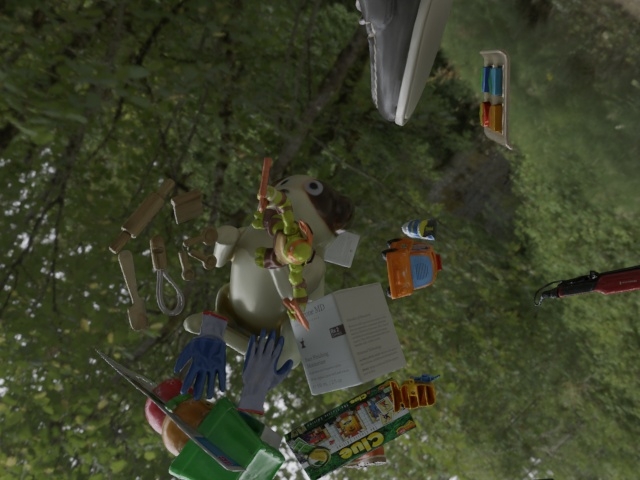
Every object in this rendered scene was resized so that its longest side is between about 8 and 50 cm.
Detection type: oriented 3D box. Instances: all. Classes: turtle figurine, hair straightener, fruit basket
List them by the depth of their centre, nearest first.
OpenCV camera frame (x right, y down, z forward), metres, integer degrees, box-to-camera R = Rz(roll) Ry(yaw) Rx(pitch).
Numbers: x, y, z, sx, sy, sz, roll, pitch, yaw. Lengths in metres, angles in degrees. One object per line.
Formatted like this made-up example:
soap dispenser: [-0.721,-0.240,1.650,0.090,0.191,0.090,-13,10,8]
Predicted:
turtle figurine: [-0.056,-0.005,0.939,0.087,0.270,0.217,-18,-168,-15]
fruit basket: [-0.239,0.343,1.132,0.353,0.165,0.327,36,164,27]
hair straightener: [0.550,0.093,1.189,0.089,0.230,0.047,-24,-86,-68]

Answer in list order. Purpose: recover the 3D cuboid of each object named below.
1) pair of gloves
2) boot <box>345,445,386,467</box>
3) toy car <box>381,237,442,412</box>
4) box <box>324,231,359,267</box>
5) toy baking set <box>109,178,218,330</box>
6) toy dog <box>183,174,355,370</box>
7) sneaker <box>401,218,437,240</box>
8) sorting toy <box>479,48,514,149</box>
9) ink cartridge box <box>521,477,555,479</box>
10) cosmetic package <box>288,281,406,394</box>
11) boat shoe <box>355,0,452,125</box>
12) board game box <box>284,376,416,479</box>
pair of gloves: [-0.147,0.214,1.021,0.198,0.023,0.159,17,-119,-8]
boot: [0.106,0.542,1.512,0.059,0.158,0.085,17,-125,-37]
toy car: [0.070,0.055,0.418,0.060,0.040,0.122,15,-111,-74]
box: [0.000,0.000,1.574,0.170,0.091,0.130,17,-178,-14]
toy baking set: [-0.270,0.024,1.026,0.030,0.256,0.197,6,139,44]
toy dog: [-0.067,0.053,1.341,0.284,0.408,0.395,25,-167,41]
sneaker: [0.248,-0.029,1.441,0.059,0.053,0.144,0,175,30]
sorting toy: [0.380,-0.313,1.289,0.038,0.208,0.193,-8,-164,5]
ink cartridge box: [0.387,0.508,1.065,0.311,0.065,0.186,5,-174,-15]
cosmetic package: [0.054,0.202,1.211,0.151,0.151,0.184,-8,-105,-45]
boat shoe: [0.076,-0.276,0.518,0.095,0.335,0.112,18,-152,16]
board game box: [0.067,0.406,1.247,0.136,0.259,0.030,63,178,-27]
